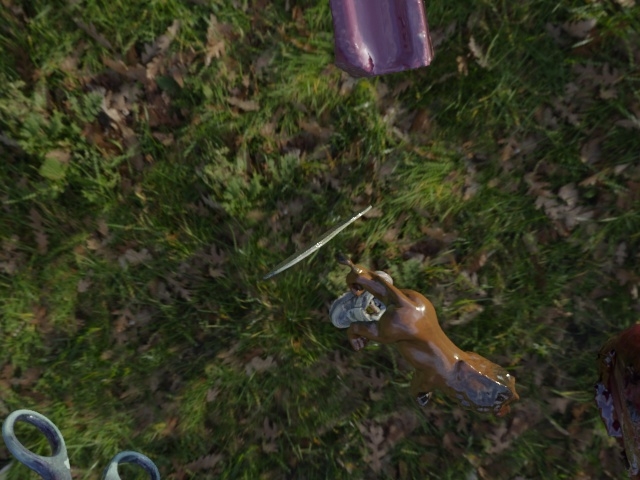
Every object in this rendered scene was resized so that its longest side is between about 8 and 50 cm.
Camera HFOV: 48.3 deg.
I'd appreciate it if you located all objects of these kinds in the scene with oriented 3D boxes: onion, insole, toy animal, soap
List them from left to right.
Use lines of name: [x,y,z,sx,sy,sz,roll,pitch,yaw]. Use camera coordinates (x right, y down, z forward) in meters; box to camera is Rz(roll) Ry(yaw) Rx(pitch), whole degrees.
insole: [0.000,0.000,0.881,0.193,0.065,0.006,-35,96,-42]
soap: [0.064,-0.408,0.970,0.127,0.233,0.360,-9,106,13]
toy animal: [0.146,0.140,0.963,0.312,0.157,0.097,46,58,-23]
onion: [0.399,0.204,0.788,0.161,0.248,0.248,-34,86,10]

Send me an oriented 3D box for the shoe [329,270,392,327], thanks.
shoe: [0.108,0.160,1.708,0.180,0.092,0.089,-38,121,5]

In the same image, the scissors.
scissors: [-0.319,0.379,0.935,0.256,0.383,0.029,33,104,-24]
